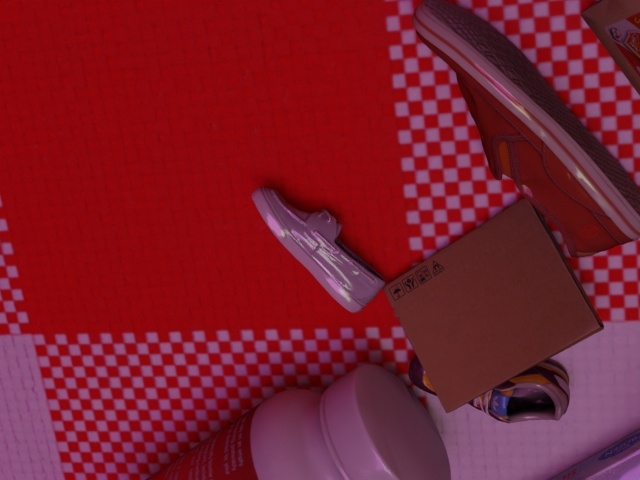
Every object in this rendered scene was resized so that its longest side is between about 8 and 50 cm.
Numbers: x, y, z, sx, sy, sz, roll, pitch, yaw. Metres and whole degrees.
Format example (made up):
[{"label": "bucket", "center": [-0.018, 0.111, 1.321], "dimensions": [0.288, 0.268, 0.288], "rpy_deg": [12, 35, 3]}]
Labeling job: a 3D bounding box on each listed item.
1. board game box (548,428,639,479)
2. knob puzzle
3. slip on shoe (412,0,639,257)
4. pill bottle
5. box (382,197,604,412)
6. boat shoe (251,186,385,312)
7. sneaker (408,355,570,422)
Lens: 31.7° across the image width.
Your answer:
[{"label": "board game box", "center": [0.410, 0.378, 1.291], "dimensions": [0.318, 0.066, 0.318], "rpy_deg": [-35, 91, 23]}, {"label": "knob puzzle", "center": [0.350, -0.178, 1.071], "dimensions": [0.030, 0.213, 0.213], "rpy_deg": [-40, 98, -12]}, {"label": "slip on shoe", "center": [0.203, -0.110, 1.158], "dimensions": [0.101, 0.123, 0.331], "rpy_deg": [-38, 102, 27]}, {"label": "pill bottle", "center": [-0.059, 0.318, 1.317], "dimensions": [0.407, 0.229, 0.229], "rpy_deg": [-36, 98, 23]}, {"label": "box", "center": [0.184, 0.073, 1.239], "dimensions": [0.201, 0.021, 0.164], "rpy_deg": [-34, 72, 22]}, {"label": "boat shoe", "center": [0.000, 0.000, 1.277], "dimensions": [0.063, 0.066, 0.184], "rpy_deg": [-41, 94, 9]}, {"label": "sneaker", "center": [0.188, 0.163, 1.276], "dimensions": [0.185, 0.084, 0.070], "rpy_deg": [4, 111, 12]}]
